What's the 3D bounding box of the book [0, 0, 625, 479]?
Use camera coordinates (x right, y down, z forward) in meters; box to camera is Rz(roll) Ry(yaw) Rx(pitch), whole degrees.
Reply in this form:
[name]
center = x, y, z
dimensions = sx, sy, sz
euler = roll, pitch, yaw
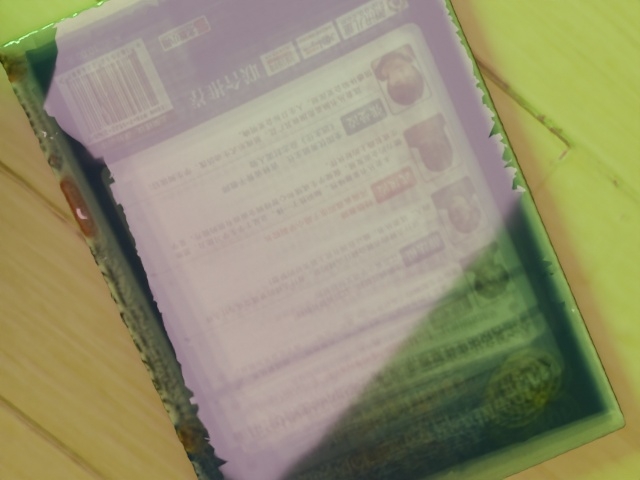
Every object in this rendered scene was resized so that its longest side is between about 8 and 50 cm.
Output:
[book]
center = 0.000, 0.000, 0.914
dimensions = 0.228, 0.018, 0.322
euler = -23, 101, 2
